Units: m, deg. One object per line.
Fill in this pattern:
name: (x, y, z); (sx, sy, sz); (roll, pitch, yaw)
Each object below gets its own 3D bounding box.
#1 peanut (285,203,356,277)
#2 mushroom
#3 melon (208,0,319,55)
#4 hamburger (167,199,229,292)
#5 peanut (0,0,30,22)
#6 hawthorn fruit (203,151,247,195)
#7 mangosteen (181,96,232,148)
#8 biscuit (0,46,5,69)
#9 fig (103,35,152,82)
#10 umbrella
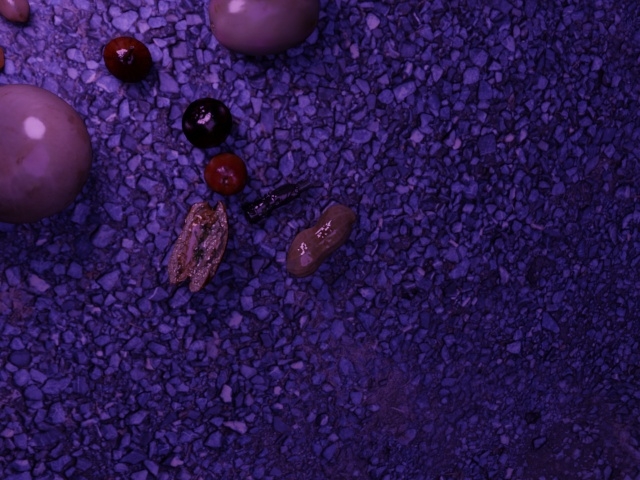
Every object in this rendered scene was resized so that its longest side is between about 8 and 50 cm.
peanut: (0.000, 0.000, 1.764); (0.290, 0.130, 0.130); (-42, 110, -7)
mushroom: (-0.766, -0.219, 1.429); (0.362, 0.294, 0.362); (0, 87, 9)
melon: (-0.151, -0.633, 1.518); (0.317, 0.223, 0.223); (-21, 108, -16)
hamburger: (-0.350, 0.011, 1.644); (0.144, 0.156, 0.283); (22, 91, 0)
peanut: (-0.811, -0.628, 1.401); (0.076, 0.076, 0.152); (-38, 112, -5)
hawthorn fruit: (-0.281, -0.195, 1.624); (0.133, 0.138, 0.132); (-5, 108, -17)
mangosteen: (-0.324, -0.336, 1.585); (0.152, 0.152, 0.152); (-4, 104, -16)
biscuit: (-0.982, -0.468, 1.373); (0.324, 0.049, 0.205); (-26, 109, -19)
fig: (-0.517, -0.492, 1.493); (0.128, 0.150, 0.128); (-32, 135, -39)
umbrella: (-0.133, -0.129, 1.728); (0.236, 0.059, 0.066); (-29, 130, -11)
